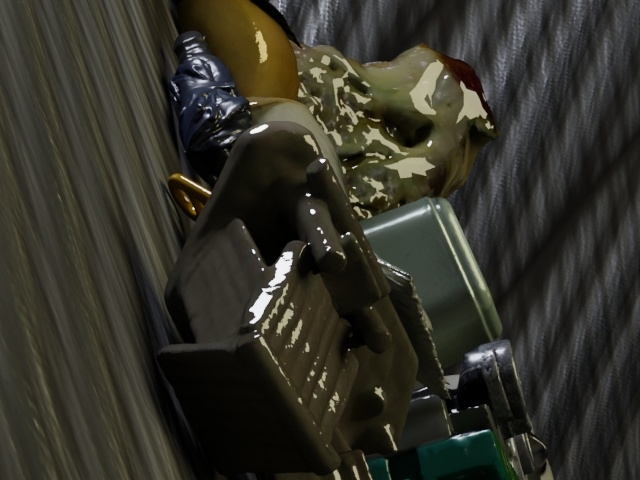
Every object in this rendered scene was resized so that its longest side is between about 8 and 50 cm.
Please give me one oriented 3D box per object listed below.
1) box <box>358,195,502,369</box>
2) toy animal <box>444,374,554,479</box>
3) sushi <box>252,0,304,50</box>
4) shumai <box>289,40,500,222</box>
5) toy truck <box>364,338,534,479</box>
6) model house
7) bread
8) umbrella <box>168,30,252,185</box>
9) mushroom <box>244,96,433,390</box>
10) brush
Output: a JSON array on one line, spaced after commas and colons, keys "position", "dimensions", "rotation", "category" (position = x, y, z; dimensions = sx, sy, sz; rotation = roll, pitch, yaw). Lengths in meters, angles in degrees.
[{"position": [0.077, 0.064, 1.910], "dimensions": [0.312, 0.182, 0.175], "rotation": [54, 13, -77], "category": "box"}, {"position": [0.126, 0.222, 1.733], "dimensions": [0.235, 0.165, 0.187], "rotation": [-85, 173, -82], "category": "toy animal"}, {"position": [-0.098, -0.299, 2.028], "dimensions": [0.210, 0.040, 0.193], "rotation": [38, -1, 9], "category": "sushi"}, {"position": [0.077, -0.115, 2.274], "dimensions": [0.217, 0.283, 0.346], "rotation": [-108, 176, -73], "category": "shumai"}, {"position": [0.082, 0.193, 1.387], "dimensions": [0.363, 0.176, 0.178], "rotation": [52, 23, -74], "category": "toy truck"}, {"position": [-0.011, 0.074, 1.024], "dimensions": [0.188, 0.122, 0.229], "rotation": [-102, 171, -62], "category": "model house"}, {"position": [-0.077, -0.189, 1.979], "dimensions": [0.147, 0.098, 0.217], "rotation": [63, 2, 7], "category": "bread"}, {"position": [-0.088, -0.118, 1.561], "dimensions": [0.248, 0.071, 0.071], "rotation": [-103, 169, -65], "category": "umbrella"}, {"position": [0.000, 0.000, 1.536], "dimensions": [0.122, 0.159, 0.329], "rotation": [8, 40, -33], "category": "mushroom"}, {"position": [-0.018, 0.012, 1.213], "dimensions": [0.272, 0.013, 0.103], "rotation": [29, -31, 45], "category": "brush"}]
